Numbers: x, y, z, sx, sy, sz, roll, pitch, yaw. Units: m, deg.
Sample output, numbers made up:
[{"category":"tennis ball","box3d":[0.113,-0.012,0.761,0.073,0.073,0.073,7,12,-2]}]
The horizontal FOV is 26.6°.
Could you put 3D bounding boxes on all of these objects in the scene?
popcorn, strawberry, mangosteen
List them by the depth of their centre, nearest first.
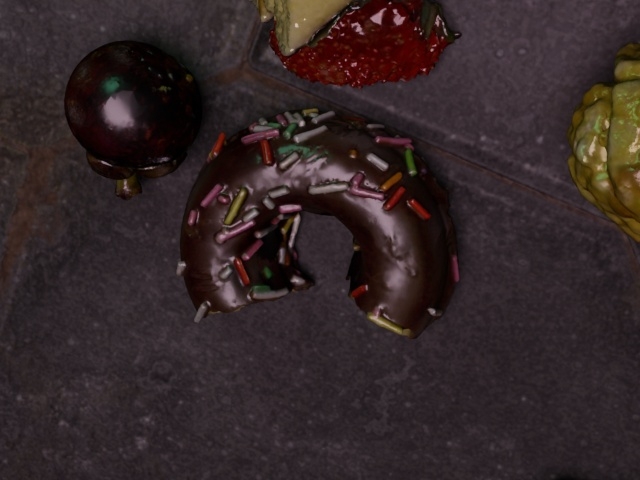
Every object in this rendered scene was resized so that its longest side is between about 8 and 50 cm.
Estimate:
[{"category":"popcorn","box3d":[0.387,-0.099,1.449,0.225,0.249,0.249,-43,93,7]},{"category":"strawberry","box3d":[0.040,-0.233,1.556,0.208,0.087,0.167,-33,99,21]},{"category":"mangosteen","box3d":[-0.231,-0.150,1.609,0.184,0.172,0.172,-29,99,39]}]

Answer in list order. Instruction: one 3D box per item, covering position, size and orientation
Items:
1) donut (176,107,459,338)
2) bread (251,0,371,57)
[{"category":"donut","box3d":[-0.004,-0.022,1.608,0.345,0.136,0.259,6,111,10]},{"category":"bread","box3d":[0.089,-0.364,1.385,0.405,0.345,0.242,-11,117,4]}]
